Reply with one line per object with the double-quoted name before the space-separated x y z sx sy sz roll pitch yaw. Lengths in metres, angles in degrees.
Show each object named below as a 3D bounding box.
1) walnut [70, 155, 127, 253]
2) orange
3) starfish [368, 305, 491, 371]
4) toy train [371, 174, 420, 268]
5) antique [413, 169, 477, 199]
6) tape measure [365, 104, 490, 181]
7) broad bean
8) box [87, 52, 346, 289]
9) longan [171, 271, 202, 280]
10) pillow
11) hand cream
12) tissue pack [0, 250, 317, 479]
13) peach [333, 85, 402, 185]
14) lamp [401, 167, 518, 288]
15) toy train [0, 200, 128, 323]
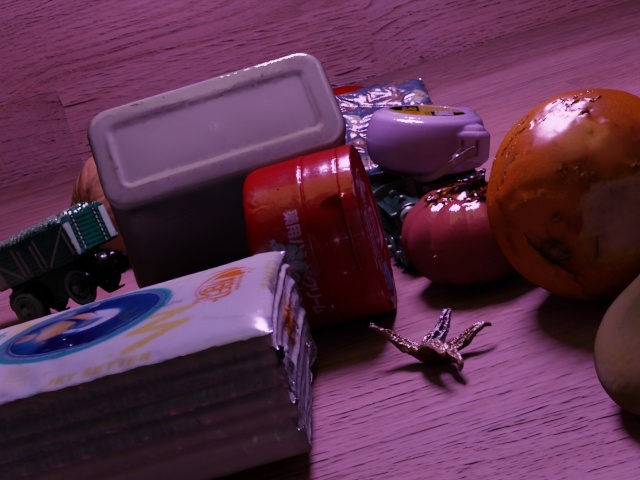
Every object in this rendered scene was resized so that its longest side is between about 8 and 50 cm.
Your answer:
"walnut" -0.339 -0.082 1.987 0.225 0.224 0.261 0 18 46
"orange" 0.302 -0.050 1.172 0.240 0.239 0.240 -15 16 4
"starfish" 0.115 0.111 1.155 0.130 0.041 0.133 2 16 26
"toy train" 0.120 -0.026 1.503 0.071 0.111 0.170 -21 15 -4
"antique" 0.197 -0.074 1.633 0.088 0.086 0.183 -15 15 3
"tape measure" 0.157 -0.143 1.558 0.179 0.105 0.196 4 16 5
"broad bean" 0.352 0.075 0.950 0.189 0.121 0.263 2 39 37
"box" -0.137 -0.085 1.539 0.352 0.177 0.344 -18 -22 -6
"longan" -0.173 0.090 1.439 0.113 0.092 0.113 -29 -3 -2
"pillow" 0.107 -0.190 1.751 0.189 0.034 0.255 -12 40 -2
"hand cream" 0.000 0.000 1.329 0.150 0.230 0.230 -13 16 12
"tissue pack" -0.206 0.156 1.111 0.388 0.162 0.287 -16 15 5
"peach" 0.055 -0.175 1.926 0.244 0.199 0.243 -19 29 11
"lamp" 0.192 -0.019 1.346 0.182 0.140 0.182 -13 16 4
"toy train" -0.425 0.043 1.690 0.270 0.154 0.115 -20 13 37
